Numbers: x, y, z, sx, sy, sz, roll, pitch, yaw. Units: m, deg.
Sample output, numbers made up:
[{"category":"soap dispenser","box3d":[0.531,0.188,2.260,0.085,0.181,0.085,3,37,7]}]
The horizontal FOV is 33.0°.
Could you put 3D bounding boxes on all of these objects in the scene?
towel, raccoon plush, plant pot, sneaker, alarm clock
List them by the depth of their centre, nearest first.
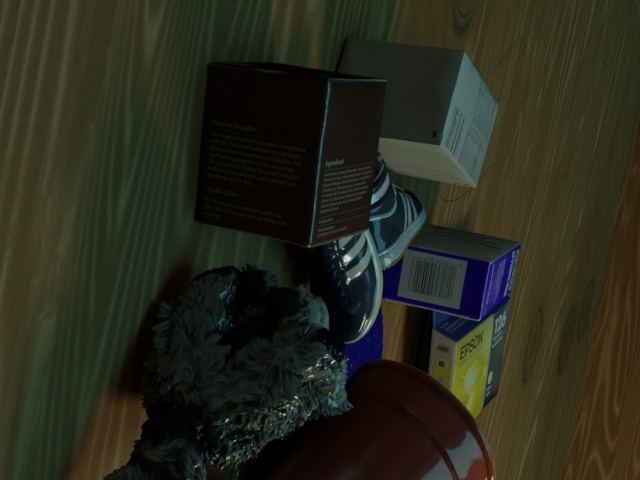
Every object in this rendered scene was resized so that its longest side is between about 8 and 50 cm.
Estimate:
[{"category":"raccoon plush","box3d":[-0.135,0.226,1.360,0.446,0.216,0.299,-41,154,-16]},{"category":"alarm clock","box3d":[-0.115,0.331,1.512,0.192,0.064,0.129,-61,150,-25]},{"category":"plant pot","box3d":[0.059,0.352,1.524,0.265,0.272,0.272,-35,133,-38]},{"category":"sneaker","box3d":[0.000,0.000,1.541,0.148,0.131,0.349,-29,121,-49]},{"category":"sneaker","box3d":[0.093,-0.069,1.713,0.282,0.099,0.153,-57,131,-64]},{"category":"towel","box3d":[0.019,0.231,1.720,0.308,0.076,0.227,-22,121,-60]}]

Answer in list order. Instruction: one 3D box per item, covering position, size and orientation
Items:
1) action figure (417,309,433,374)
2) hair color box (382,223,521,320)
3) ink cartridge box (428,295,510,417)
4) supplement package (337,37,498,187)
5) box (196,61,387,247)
[{"category":"action figure","box3d":[0.246,0.168,2.182,0.137,0.064,0.232,-7,104,-60]},{"category":"hair color box","box3d":[0.230,0.049,1.894,0.339,0.185,0.110,-20,120,-70]},{"category":"ink cartridge box","box3d":[0.298,0.214,2.159,0.304,0.072,0.307,-25,126,-57]},{"category":"supplement package","box3d":[0.140,-0.192,1.643,0.203,0.194,0.149,35,69,-63]},{"category":"box","box3d":[-0.035,-0.112,1.349,0.167,0.169,0.203,-15,115,-60]}]
